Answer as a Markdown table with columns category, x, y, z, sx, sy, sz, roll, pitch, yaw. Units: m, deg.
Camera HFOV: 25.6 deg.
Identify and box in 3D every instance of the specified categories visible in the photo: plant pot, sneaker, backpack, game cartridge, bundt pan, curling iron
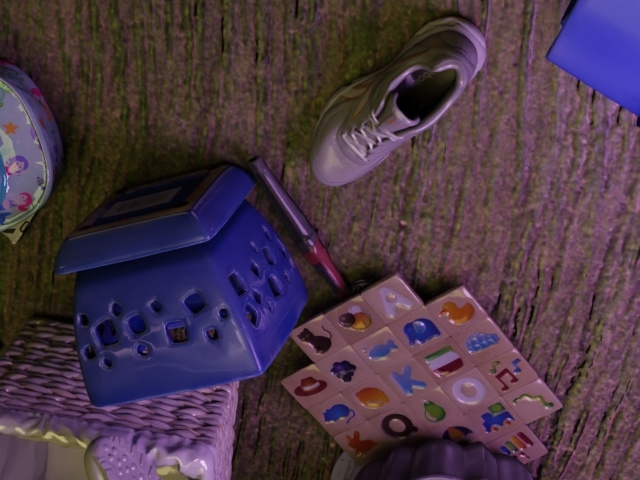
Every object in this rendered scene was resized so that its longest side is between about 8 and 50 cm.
| category | x | y | z | sx | sy | sz | roll | pitch | yaw |
| --- | --- | --- | --- | --- | --- | --- | --- | --- | --- |
| plant pot | -0.173 | 0.044 | 1.699 | 0.236 | 0.236 | 0.212 | -13 | 109 | 19 |
| sneaker | -0.222 | 0.330 | 1.647 | 0.095 | 0.090 | 0.235 | -15 | 116 | 28 |
| backpack | -0.444 | -0.100 | 1.692 | 0.254 | 0.191 | 0.225 | -19 | 102 | 1 |
| sneaker | 0.072 | -0.144 | 1.593 | 0.099 | 0.121 | 0.262 | 41 | 120 | -10 |
| game cartridge | 0.044 | 0.320 | 1.925 | 0.056 | 0.017 | 0.083 | 17 | 121 | -1 |
| bundt pan | 0.169 | 0.388 | 1.857 | 0.331 | 0.124 | 0.330 | 4 | 125 | 5 |
| sneaker | -0.382 | -0.041 | 1.804 | 0.044 | 0.040 | 0.109 | 37 | 120 | -7 |
| curling iron | 0.000 | 0.000 | 1.741 | 0.068 | 0.035 | 0.274 | -30 | 110 | 26 |

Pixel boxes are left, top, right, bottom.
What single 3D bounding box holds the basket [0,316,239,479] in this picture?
| category | x | y | z | sx | sy | sz | roll | pitch | yaw |
| --- | --- | --- | --- | --- | --- | --- | --- | --- | --- |
| basket | -0.279 | 0.309 | 1.844 | 0.331 | 0.266 | 0.328 | 10 | 121 | 6 |

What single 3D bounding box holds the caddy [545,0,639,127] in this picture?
| category | x | y | z | sx | sy | sz | roll | pitch | yaw |
| --- | --- | --- | --- | --- | --- | --- | --- | --- | --- |
| caddy | 0.367 | -0.272 | 1.385 | 0.179 | 0.241 | 0.341 | 27 | 122 | 2 |

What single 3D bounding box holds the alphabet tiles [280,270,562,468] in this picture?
| category | x | y | z | sx | sy | sz | roll | pitch | yaw |
| --- | --- | --- | --- | --- | --- | --- | --- | --- | --- |
| alphabet tiles | 0.128 | 0.195 | 1.814 | 0.285 | 0.011 | 0.342 | -30 | 115 | 25 |
